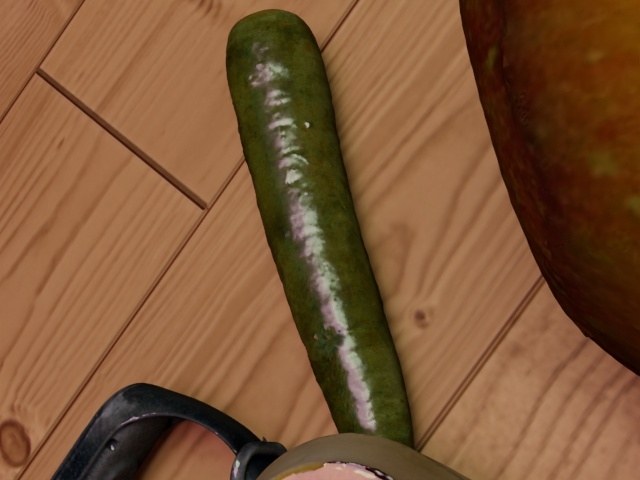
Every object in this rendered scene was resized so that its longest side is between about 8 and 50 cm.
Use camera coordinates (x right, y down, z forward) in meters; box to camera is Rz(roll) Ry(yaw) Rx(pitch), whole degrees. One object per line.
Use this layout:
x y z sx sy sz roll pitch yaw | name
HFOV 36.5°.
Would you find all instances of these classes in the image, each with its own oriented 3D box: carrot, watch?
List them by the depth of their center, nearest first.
-0.104 0.206 0.658 0.193 0.068 0.206 41 99 27 | watch
0.000 0.000 0.666 0.074 0.074 0.358 -23 69 20 | carrot

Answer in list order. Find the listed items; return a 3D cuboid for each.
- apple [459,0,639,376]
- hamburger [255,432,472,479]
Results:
0.245 -0.108 0.401 0.374 0.374 0.384 -8 89 25 | apple
0.039 0.208 0.544 0.210 0.116 0.173 27 80 15 | hamburger
